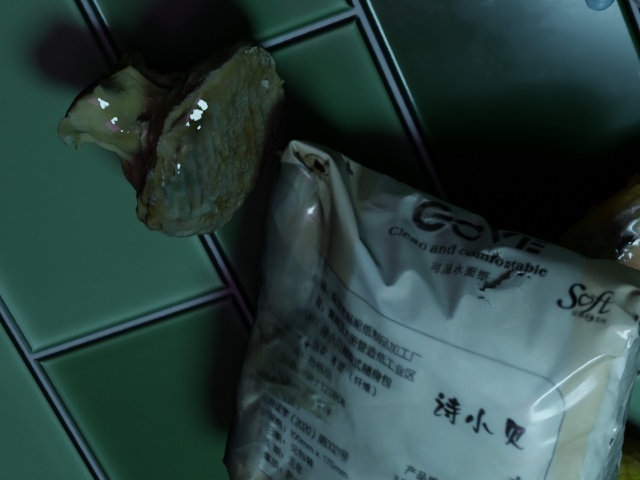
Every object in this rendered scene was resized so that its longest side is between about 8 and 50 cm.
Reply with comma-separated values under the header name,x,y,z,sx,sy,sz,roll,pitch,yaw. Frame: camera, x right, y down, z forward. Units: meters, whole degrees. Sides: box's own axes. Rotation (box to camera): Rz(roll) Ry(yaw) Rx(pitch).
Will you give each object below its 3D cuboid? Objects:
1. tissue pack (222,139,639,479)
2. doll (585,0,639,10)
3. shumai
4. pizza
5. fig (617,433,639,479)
name,x,y,z,sx,sy,sz,roll,pitch,yaw
tissue pack,0.090,0.133,1.669,0.376,0.195,0.390,21,121,17
doll,0.231,-0.271,1.529,0.287,0.151,0.151,31,118,-18
shumai,-0.130,-0.103,1.660,0.153,0.161,0.209,26,144,14
pizza,0.297,0.011,1.713,0.305,0.085,0.161,-37,126,16
fig,0.287,0.288,1.787,0.159,0.257,0.159,-5,117,-11
